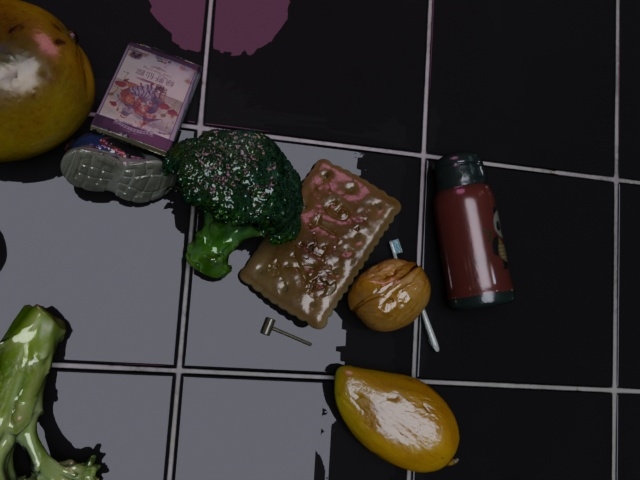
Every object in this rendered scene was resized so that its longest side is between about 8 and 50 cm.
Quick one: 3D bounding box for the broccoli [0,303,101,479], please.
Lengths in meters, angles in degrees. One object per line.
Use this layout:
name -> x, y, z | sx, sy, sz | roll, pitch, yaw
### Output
broccoli -> -0.596, 0.320, 1.141 | 0.353, 0.274, 0.398 | -4, 91, -58

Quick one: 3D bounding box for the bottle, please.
bottle -> 0.316, -0.023, 1.435 | 0.143, 0.144, 0.337 | -9, 85, -14

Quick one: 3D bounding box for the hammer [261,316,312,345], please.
hammer -> -0.068, 0.196, 1.385 | 0.110, 0.019, 0.036 | 26, 79, -15

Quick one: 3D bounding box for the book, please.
book -> -0.341, -0.288, 1.329 | 0.157, 0.026, 0.231 | 19, 61, -10

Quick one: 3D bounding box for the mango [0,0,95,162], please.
mango -> -0.642, -0.289, 1.205 | 0.444, 0.220, 0.302 | -5, 91, -4

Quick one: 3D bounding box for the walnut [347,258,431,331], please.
walnut -> 0.146, 0.111, 1.381 | 0.180, 0.144, 0.144 | -36, 93, -19

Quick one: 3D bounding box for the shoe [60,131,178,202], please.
shoe -> -0.400, -0.151, 1.314 | 0.227, 0.125, 0.099 | 10, 118, -35

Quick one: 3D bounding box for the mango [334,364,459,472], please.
mango -> 0.158, 0.363, 1.368 | 0.316, 0.119, 0.177 | 31, 85, -4

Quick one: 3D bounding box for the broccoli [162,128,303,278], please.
broccoli -> -0.175, -0.073, 1.273 | 0.297, 0.297, 0.297 | 28, 102, -9

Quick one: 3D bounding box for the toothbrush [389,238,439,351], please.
toothbrush -> 0.203, 0.121, 1.454 | 0.026, 0.022, 0.263 | -20, 89, -3

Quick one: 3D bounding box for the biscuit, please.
biscuit -> 0.000, 0.000, 1.373 | 0.217, 0.044, 0.325 | 32, 77, 12
